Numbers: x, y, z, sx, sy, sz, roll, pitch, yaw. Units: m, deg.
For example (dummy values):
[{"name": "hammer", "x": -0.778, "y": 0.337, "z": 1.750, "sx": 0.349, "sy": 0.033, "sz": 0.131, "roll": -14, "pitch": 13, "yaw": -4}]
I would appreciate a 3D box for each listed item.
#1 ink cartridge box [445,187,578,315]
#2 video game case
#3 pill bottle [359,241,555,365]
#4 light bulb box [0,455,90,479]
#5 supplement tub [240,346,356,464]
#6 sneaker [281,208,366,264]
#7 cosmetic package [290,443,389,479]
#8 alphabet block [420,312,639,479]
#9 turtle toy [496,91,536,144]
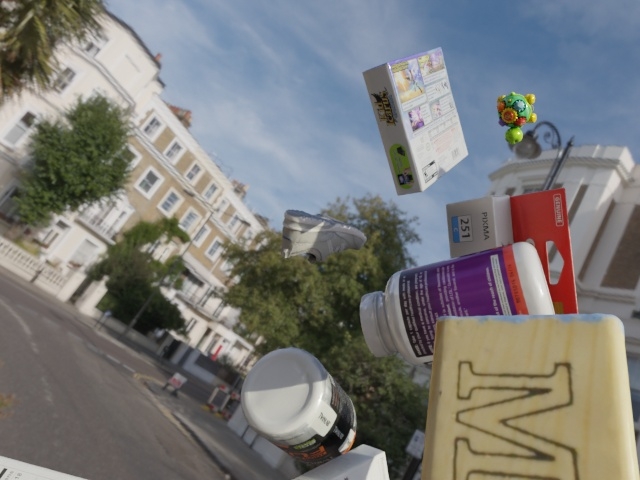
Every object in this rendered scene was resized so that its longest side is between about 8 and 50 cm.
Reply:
[{"name": "ink cartridge box", "x": 0.389, "y": 0.051, "z": 1.078, "sx": 0.066, "sy": 0.296, "sz": 0.261, "roll": -5, "pitch": -2, "yaw": -32}, {"name": "video game case", "x": 0.204, "y": -0.250, "z": 1.050, "sx": 0.061, "sy": 0.269, "sz": 0.244, "roll": -6, "pitch": -71, "yaw": 37}, {"name": "pill bottle", "x": 0.243, "y": 0.124, "z": 0.935, "sx": 0.323, "sy": 0.181, "sz": 0.181, "roll": -15, "pitch": -39, "yaw": 22}, {"name": "light bulb box", "x": -0.535, "y": 0.514, "z": 0.726, "sx": 0.361, "sy": 0.358, "sz": 0.225, "roll": 10, "pitch": -49, "yaw": 10}, {"name": "supplement tub", "x": -0.035, "y": 0.414, "z": 1.245, "sx": 0.207, "sy": 0.207, "sz": 0.338, "roll": 21, "pitch": -24, "yaw": 34}, {"name": "sneaker", "x": 0.000, "y": 0.000, "z": 1.231, "sx": 0.105, "sy": 0.115, "sz": 0.281, "roll": 26, "pitch": 11, "yaw": 41}, {"name": "cosmetic package", "x": 0.048, "y": 0.559, "z": 1.152, "sx": 0.231, "sy": 0.117, "sz": 0.085, "roll": -10, "pitch": 1, "yaw": -37}, {"name": "alphabet block", "x": 0.235, "y": 0.210, "z": 0.564, "sx": 0.193, "sy": 0.197, "sz": 0.192, "roll": -7, "pitch": -38, "yaw": 30}, {"name": "turtle toy", "x": 0.486, "y": -0.309, "z": 1.295, "sx": 0.095, "sy": 0.066, "sz": 0.130, "roll": 10, "pitch": -53, "yaw": 43}]
